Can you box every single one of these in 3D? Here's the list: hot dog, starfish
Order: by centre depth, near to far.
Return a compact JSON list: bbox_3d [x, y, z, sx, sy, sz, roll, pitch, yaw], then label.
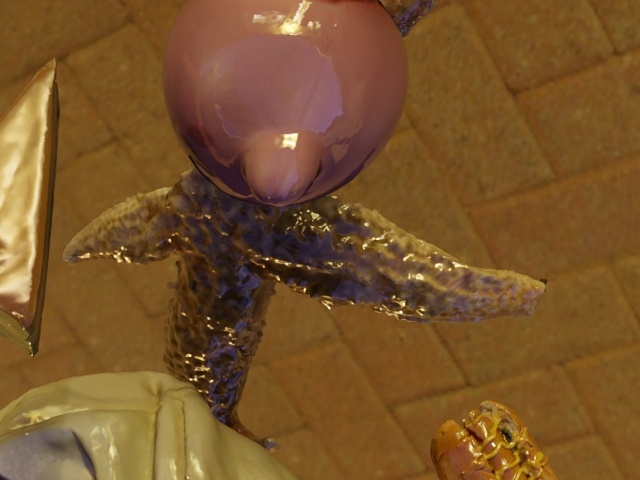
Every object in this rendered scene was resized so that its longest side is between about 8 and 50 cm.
[{"bbox_3d":[0.130,0.180,0.823,0.165,0.071,0.045,59,144,15],"label":"hot dog"},{"bbox_3d":[0.000,0.000,1.062,0.432,0.082,0.324,-35,103,19],"label":"starfish"}]

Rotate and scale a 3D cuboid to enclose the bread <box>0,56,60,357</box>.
[{"bbox_3d":[-0.155,-0.020,0.728,0.084,0.139,0.074,32,158,2],"label":"bread"}]

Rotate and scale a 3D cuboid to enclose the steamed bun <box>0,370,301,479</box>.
[{"bbox_3d":[-0.181,0.278,0.971,0.394,0.237,0.346,-14,86,37],"label":"steamed bun"}]

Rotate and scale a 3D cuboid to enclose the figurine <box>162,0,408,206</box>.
[{"bbox_3d":[-0.025,-0.105,0.877,0.173,0.173,0.173,7,125,10],"label":"figurine"}]
